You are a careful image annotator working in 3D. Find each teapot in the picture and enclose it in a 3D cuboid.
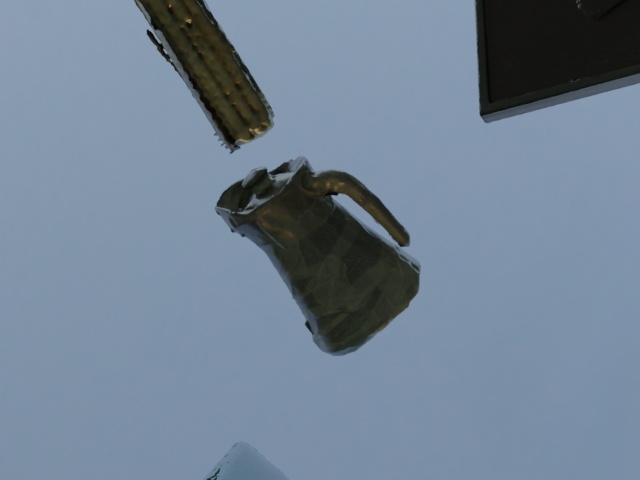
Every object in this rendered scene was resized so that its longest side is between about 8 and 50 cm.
[{"bbox_3d":[0.000,0.000,0.742,0.083,0.067,0.057,45,-148,-13],"label":"teapot"}]

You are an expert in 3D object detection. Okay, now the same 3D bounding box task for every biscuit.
[{"bbox_3d":[-0.077,-0.116,1.061,0.040,0.199,0.121,-35,-80,-2],"label":"biscuit"}]

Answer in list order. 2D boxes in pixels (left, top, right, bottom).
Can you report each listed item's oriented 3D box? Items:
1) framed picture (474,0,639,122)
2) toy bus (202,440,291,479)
[{"bbox_3d":[0.144,-0.120,0.846,0.149,0.011,0.109,-13,-124,21],"label":"framed picture"},{"bbox_3d":[0.015,0.213,0.731,0.256,0.128,0.147,41,-84,2],"label":"toy bus"}]
